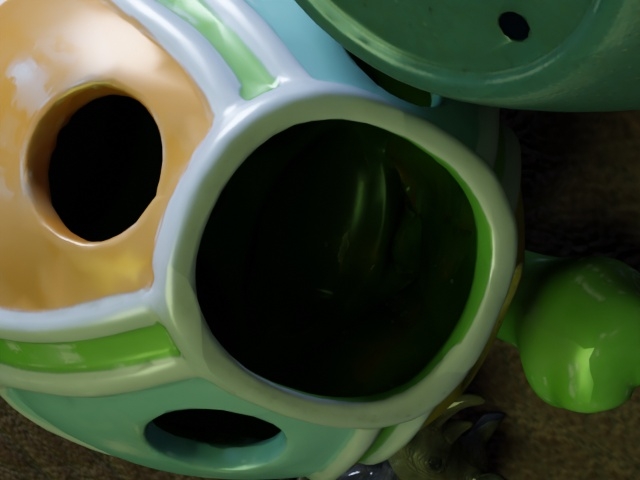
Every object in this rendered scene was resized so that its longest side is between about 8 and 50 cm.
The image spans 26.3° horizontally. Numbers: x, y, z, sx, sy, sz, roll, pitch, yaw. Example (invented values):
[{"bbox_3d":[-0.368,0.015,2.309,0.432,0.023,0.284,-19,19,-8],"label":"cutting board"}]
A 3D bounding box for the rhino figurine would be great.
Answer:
[{"bbox_3d":[0.036,0.157,0.780,0.106,0.073,0.243,20,131,-12],"label":"rhino figurine"}]

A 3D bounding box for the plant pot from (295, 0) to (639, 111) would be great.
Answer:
[{"bbox_3d":[0.080,-0.152,0.430,0.290,0.195,0.290,26,143,22],"label":"plant pot"}]

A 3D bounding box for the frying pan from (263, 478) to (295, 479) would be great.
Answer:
[{"bbox_3d":[-0.030,0.085,0.821,0.326,0.053,0.197,49,139,-13],"label":"frying pan"}]

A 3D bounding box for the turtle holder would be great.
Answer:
[{"bbox_3d":[-0.016,0.009,0.586,0.320,0.243,0.227,51,167,-26],"label":"turtle holder"}]
